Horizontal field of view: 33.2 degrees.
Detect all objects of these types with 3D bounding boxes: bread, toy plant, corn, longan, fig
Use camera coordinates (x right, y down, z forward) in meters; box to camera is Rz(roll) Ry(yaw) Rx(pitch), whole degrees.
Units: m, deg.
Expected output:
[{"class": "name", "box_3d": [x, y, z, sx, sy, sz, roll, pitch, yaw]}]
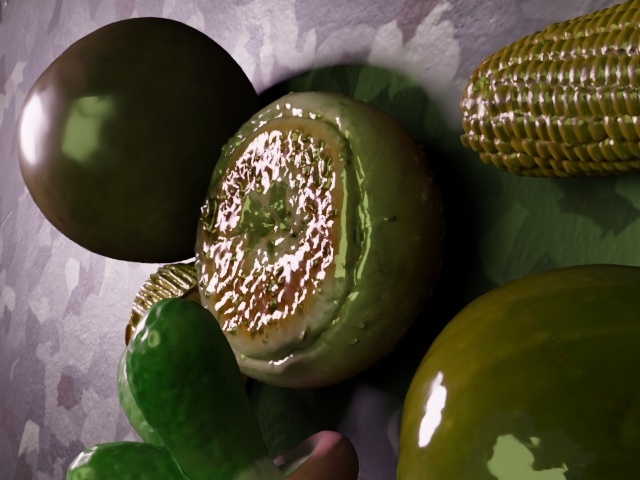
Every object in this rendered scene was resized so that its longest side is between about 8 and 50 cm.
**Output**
[{"class": "bread", "box_3d": [0.000, 0.000, 1.047, 0.305, 0.159, 0.305, -7, 81, 50]}, {"class": "toy plant", "box_3d": [-0.077, 0.231, 0.976, 0.356, 0.210, 0.317, 49, 164, 2]}, {"class": "bread", "box_3d": [-0.150, 0.116, 1.215, 0.114, 0.132, 0.190, 28, 114, 49]}, {"class": "corn", "box_3d": [0.266, -0.116, 0.767, 0.387, 0.144, 0.144, -7, 76, 55]}, {"class": "longan", "box_3d": [-0.201, -0.113, 1.242, 0.297, 0.297, 0.297, -15, 70, 49]}, {"class": "fig", "box_3d": [0.213, 0.149, 0.667, 0.316, 0.316, 0.316, -15, 70, 49]}]
